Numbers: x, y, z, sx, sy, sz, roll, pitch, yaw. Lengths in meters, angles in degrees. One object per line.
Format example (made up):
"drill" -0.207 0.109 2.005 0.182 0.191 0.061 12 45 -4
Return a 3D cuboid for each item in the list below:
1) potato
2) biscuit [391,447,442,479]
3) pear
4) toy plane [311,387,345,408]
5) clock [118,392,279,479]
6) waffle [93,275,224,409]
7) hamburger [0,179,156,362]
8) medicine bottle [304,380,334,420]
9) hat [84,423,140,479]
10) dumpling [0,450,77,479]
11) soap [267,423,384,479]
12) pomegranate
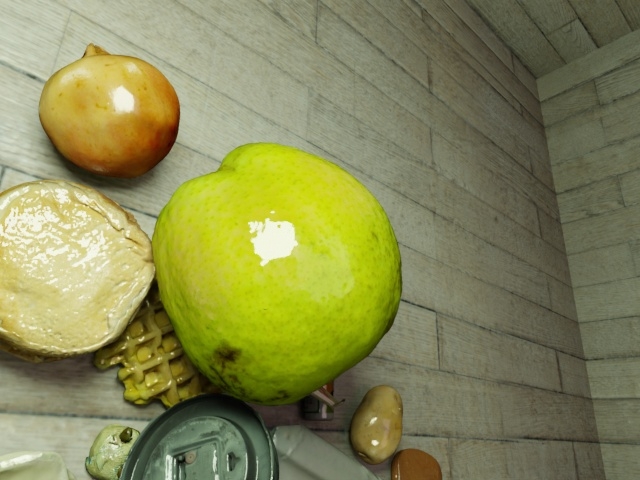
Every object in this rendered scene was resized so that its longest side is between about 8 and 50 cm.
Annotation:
"potato" 0.131 0.406 1.067 0.118 0.109 0.178 36 43 -2
"biscuit" 0.238 0.600 1.133 0.186 0.036 0.192 32 46 -33
"pear" -0.067 0.036 0.736 0.391 0.391 0.391 18 63 -40
"toy plane" -0.048 0.231 0.936 0.244 0.092 0.229 -12 64 -30
"clock" -0.166 0.327 0.656 0.049 0.226 0.226 71 31 -48
"waffle" -0.231 0.145 0.836 0.329 0.062 0.329 19 61 -40
"hamburger" -0.369 0.046 0.659 0.286 0.146 0.243 -10 78 -35
"medicine bottle" 0.002 0.271 1.030 0.092 0.061 0.220 39 46 -61
"hat" -0.298 0.317 0.707 0.076 0.059 0.077 31 60 -28
"dumpling" -0.392 0.431 0.506 0.315 0.233 0.395 -5 92 -14
"soap" -0.028 0.538 0.782 0.435 0.213 0.350 41 47 -27
"pomegranate" -0.329 -0.199 0.764 0.209 0.209 0.209 18 63 -40
